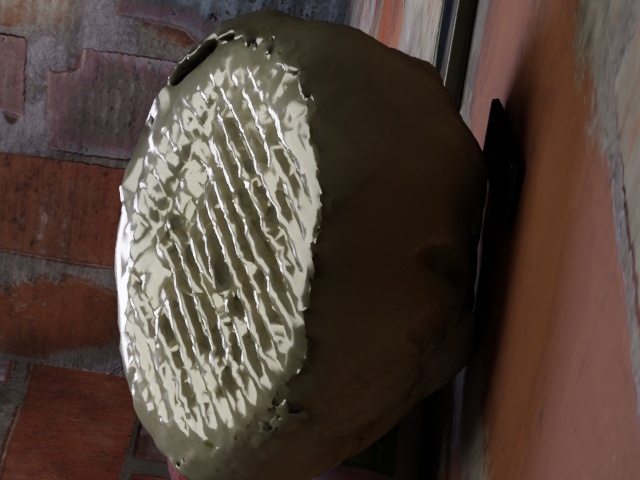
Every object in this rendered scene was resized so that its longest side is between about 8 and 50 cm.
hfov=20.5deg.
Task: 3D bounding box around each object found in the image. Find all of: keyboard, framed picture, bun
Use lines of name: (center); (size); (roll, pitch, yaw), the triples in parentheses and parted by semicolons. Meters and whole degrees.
keyboard: (0.127, -0.055, 1.249); (0.155, 0.010, 0.053); (-89, 8, -68)
framed picture: (0.133, -0.251, 1.667); (0.192, 0.018, 0.265); (-118, 37, -87)
bun: (-0.004, 0.008, 1.312); (0.359, 0.211, 0.360); (-16, 70, 53)

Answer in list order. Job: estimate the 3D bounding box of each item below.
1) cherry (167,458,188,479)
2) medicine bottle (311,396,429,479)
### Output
cherry: (-0.062, 0.225, 2.097); (0.261, 0.221, 0.307); (-83, 20, -52)
medicine bottle: (0.021, 0.168, 1.443); (0.133, 0.133, 0.274); (103, 174, -53)
